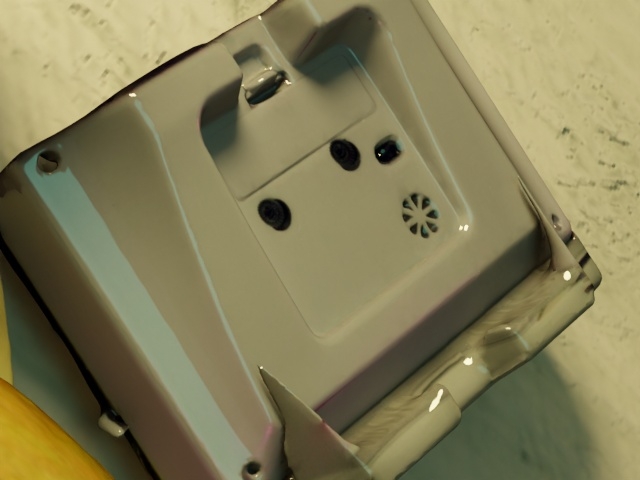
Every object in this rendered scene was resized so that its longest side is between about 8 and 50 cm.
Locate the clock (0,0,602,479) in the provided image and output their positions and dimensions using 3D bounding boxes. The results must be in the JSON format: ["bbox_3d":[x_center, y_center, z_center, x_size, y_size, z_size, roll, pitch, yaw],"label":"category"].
[{"bbox_3d":[0.000,0.000,0.811,0.253,0.083,0.186,-37,95,-40],"label":"clock"}]

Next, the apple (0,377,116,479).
[{"bbox_3d":[-0.170,0.175,0.455,0.339,0.339,0.339,15,63,-32],"label":"apple"}]

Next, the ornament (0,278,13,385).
[{"bbox_3d":[-0.192,0.074,0.653,0.201,0.059,0.180,3,73,-39],"label":"ornament"}]
